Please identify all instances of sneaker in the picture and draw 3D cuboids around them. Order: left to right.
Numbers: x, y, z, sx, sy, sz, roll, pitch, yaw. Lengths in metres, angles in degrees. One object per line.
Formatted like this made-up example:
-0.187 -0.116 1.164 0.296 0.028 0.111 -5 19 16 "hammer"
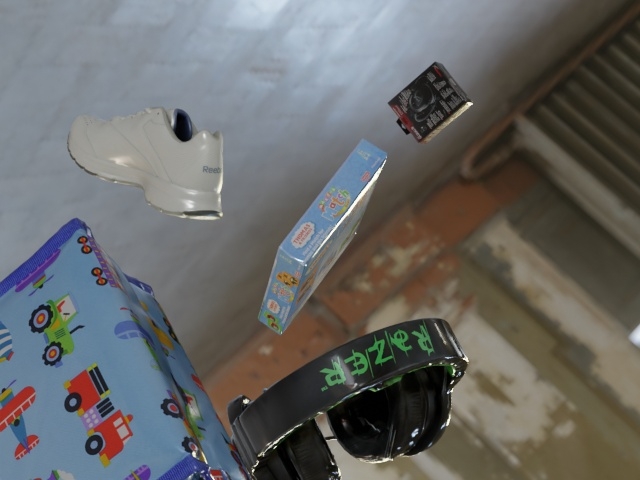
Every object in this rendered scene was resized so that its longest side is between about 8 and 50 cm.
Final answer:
-0.225 -0.124 1.869 0.111 0.297 0.129 1 108 -51 "sneaker"

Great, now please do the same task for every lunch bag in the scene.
-0.222 0.167 0.974 0.293 0.221 0.138 -33 147 2 "lunch bag"

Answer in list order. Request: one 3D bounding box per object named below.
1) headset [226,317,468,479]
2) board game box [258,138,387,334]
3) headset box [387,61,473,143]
0.028 0.214 1.466 0.243 0.185 0.394 -20 161 -20 "headset"
0.000 0.000 1.531 0.160 0.039 0.211 -53 174 -24 "board game box"
0.124 -0.156 1.618 0.083 0.062 0.032 -41 168 18 "headset box"
